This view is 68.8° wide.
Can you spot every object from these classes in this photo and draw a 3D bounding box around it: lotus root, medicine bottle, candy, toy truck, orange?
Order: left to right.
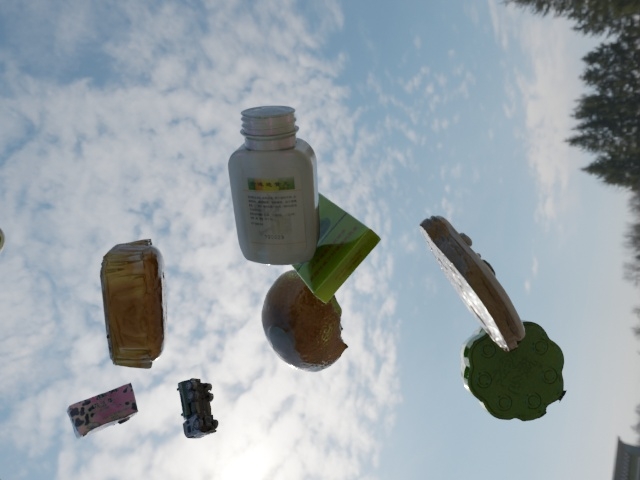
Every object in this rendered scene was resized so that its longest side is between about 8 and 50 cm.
[{"bbox_3d":[-0.572,0.451,1.235,0.160,0.073,0.092,-15,-109,-36],"label":"candy"},{"bbox_3d":[-0.173,0.231,0.645,0.039,0.044,0.083,30,-148,-51],"label":"toy truck"},{"bbox_3d":[-0.096,-0.113,0.988,0.124,0.179,0.324,-71,-20,-60],"label":"medicine bottle"},{"bbox_3d":[-0.069,0.257,1.432,0.196,0.262,0.334,-25,-47,-30],"label":"orange"},{"bbox_3d":[0.337,0.233,0.888,0.186,0.186,0.186,-7,-81,-52],"label":"lotus root"}]

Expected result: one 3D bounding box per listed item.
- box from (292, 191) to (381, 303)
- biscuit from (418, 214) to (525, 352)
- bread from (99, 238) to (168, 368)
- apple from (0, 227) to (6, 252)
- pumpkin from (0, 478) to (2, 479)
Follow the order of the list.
[{"bbox_3d":[0.000,0.000,1.124,0.047,0.335,0.187,39,-88,-29],"label":"box"},{"bbox_3d":[0.214,0.056,0.646,0.049,0.208,0.181,-35,-54,5],"label":"biscuit"},{"bbox_3d":[-0.365,0.126,0.939,0.107,0.136,0.241,0,-74,-9],"label":"bread"},{"bbox_3d":[-0.779,0.007,1.060,0.099,0.114,0.102,42,-157,-19],"label":"apple"},{"bbox_3d":[-0.589,0.446,0.677,0.216,0.250,0.250,-40,-48,0],"label":"pumpkin"}]
